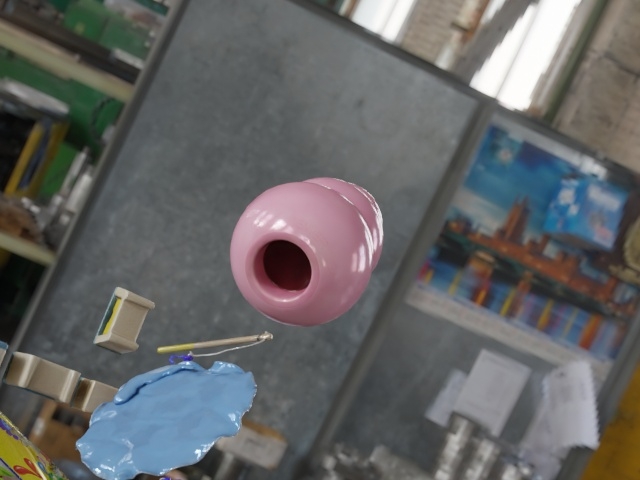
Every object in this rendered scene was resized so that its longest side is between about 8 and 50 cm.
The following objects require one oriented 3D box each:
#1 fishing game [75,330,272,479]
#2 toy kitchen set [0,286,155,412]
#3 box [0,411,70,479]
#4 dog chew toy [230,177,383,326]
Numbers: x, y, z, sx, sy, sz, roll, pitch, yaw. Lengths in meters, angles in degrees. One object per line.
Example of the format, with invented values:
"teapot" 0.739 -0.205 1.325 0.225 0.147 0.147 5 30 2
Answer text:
"fishing game" -0.149 0.180 1.179 0.189 0.041 0.264 -11 26 17
"toy kitchen set" -0.344 0.111 1.522 0.207 0.166 0.122 26 -13 -24
"box" -0.280 0.271 0.766 0.279 0.290 0.177 41 5 10
"dog chew toy" 0.000 0.000 1.780 0.207 0.206 0.332 27 21 11
